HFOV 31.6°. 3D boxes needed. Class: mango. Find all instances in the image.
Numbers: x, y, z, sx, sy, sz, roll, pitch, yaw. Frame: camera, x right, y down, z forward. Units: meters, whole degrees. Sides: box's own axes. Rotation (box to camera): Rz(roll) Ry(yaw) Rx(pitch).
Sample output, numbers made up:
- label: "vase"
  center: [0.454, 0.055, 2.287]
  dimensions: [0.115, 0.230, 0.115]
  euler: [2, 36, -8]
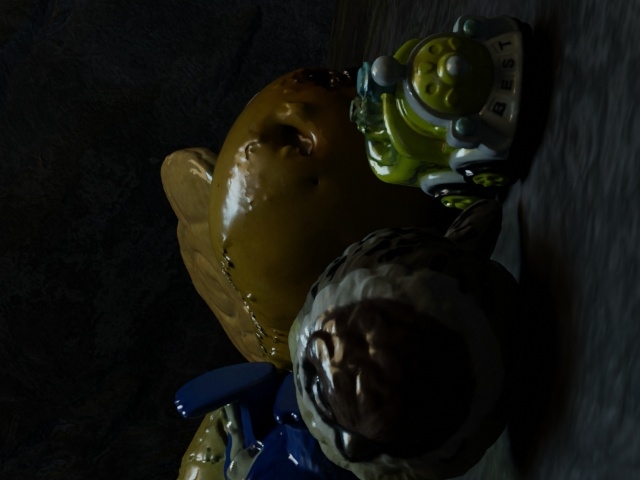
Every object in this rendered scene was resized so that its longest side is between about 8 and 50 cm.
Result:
- label: "mango"
  center: [0.000, 0.000, 0.725]
  dimensions: [0.151, 0.156, 0.249]
  euler: [55, 153, 26]

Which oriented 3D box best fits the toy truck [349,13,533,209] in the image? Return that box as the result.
- label: "toy truck"
  center: [0.052, -0.061, 0.511]
  dimensions: [0.111, 0.077, 0.076]
  euler: [110, 166, -76]

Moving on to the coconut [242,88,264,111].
- label: "coconut"
  center: [-0.030, -0.129, 1.505]
  dimensions: [0.183, 0.170, 0.171]
  euler: [-113, 30, -82]

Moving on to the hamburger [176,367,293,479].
- label: "hamburger"
  center: [-0.048, 0.218, 0.971]
  dimensions: [0.309, 0.132, 0.211]
  euler: [89, -163, -66]

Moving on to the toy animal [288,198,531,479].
- label: "toy animal"
  center: [0.042, 0.028, 0.445]
  dimensions: [0.137, 0.098, 0.098]
  euler: [-61, -3, -16]

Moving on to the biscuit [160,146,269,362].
- label: "biscuit"
  center: [-0.095, 0.058, 1.412]
  dimensions: [0.269, 0.051, 0.376]
  euler: [-6, 113, 62]

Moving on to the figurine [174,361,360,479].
- label: "figurine"
  center: [-0.011, 0.200, 0.751]
  dimensions: [0.120, 0.164, 0.262]
  euler: [-20, -57, -43]
